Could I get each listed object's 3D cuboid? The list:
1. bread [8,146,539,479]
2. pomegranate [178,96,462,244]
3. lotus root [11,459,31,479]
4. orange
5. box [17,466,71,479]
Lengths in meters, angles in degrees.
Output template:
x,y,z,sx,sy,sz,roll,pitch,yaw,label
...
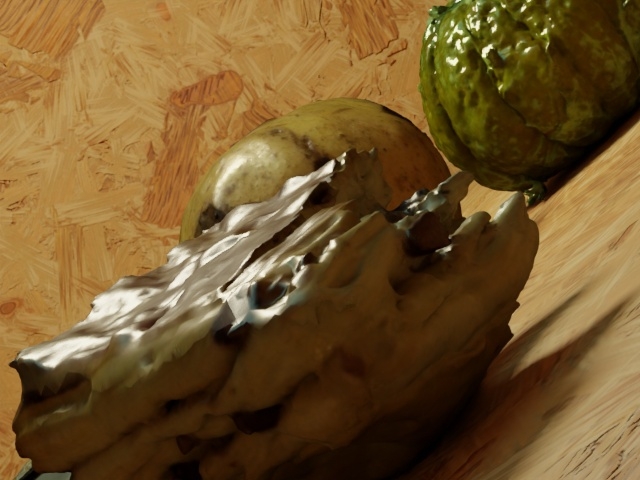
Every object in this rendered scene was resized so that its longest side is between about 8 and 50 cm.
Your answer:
x,y,z,sx,sy,sz,roll,pitch,yaw,label
-0.001,0.068,1.164,0.370,0.192,0.314,-25,9,46,bread
0.000,0.000,1.757,0.281,0.281,0.281,-43,1,1,pomegranate
-0.324,0.353,2.252,0.349,0.175,0.175,-46,-1,31,lotus root
0.231,-0.198,1.878,0.301,0.223,0.300,-43,7,14,orange
-0.249,0.306,1.936,0.243,0.163,0.135,-41,11,29,box
